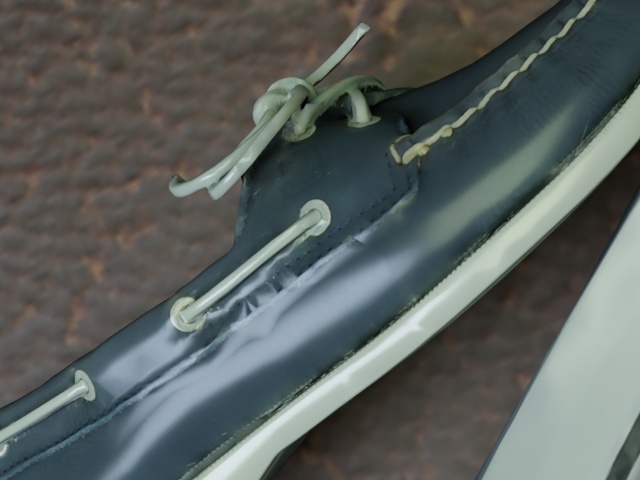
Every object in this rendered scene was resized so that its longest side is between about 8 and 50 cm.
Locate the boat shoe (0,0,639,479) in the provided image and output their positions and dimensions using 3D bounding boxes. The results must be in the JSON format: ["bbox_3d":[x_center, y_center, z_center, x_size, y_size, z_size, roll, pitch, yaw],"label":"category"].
[{"bbox_3d":[0.000,0.000,0.378,0.079,0.095,0.254,46,109,2],"label":"boat shoe"}]

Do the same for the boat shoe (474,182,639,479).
[{"bbox_3d":[0.081,0.090,0.340,0.105,0.113,0.306,28,79,10],"label":"boat shoe"}]
